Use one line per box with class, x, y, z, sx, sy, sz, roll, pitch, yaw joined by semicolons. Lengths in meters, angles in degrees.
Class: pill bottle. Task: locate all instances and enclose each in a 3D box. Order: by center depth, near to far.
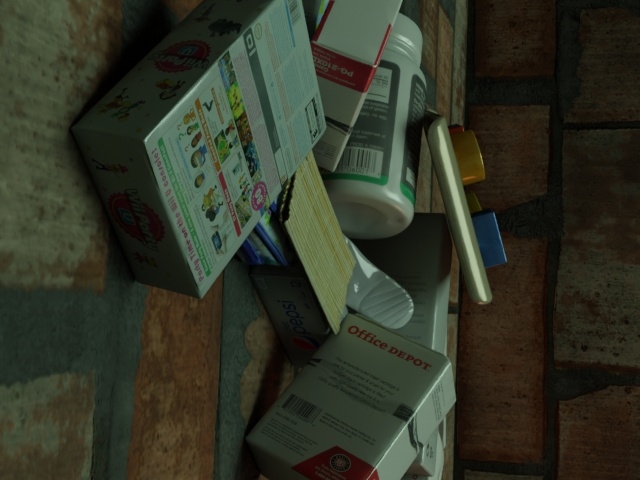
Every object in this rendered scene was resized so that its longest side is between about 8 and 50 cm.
pill bottle;0.075;-0.201;1.712;0.204;0.204;0.361;59;36;-62

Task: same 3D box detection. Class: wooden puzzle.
wooden puzzle;0.258;-0.078;1.787;0.348;0.081;0.322;-68;143;-78

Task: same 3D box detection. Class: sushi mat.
sushi mat;0.000;0.000;1.470;0.316;0.019;0.151;67;31;-53

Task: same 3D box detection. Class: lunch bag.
lunch bag;-0.084;-0.068;1.379;0.219;0.090;0.176;60;37;-59

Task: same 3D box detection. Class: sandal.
sandal;0.041;0.062;1.702;0.102;0.265;0.076;-53;-162;-8

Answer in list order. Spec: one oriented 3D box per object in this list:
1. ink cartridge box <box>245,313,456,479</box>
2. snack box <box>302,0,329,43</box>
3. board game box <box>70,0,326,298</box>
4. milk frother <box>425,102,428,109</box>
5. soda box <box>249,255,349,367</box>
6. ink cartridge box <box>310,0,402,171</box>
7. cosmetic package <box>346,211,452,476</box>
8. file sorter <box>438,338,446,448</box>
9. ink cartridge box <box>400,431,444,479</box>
ink cartridge box;0.052;0.268;1.516;0.273;0.197;0.114;-49;145;-27
snack box;0.001;-0.408;1.573;0.174;0.070;0.207;-47;154;-68
board game box;-0.116;-0.123;1.108;0.303;0.098;0.224;-56;147;-37
milk frother;0.124;-0.251;2.006;0.129;0.135;0.143;48;28;-18
soda box;-0.025;0.096;1.590;0.286;0.091;0.098;70;28;-52
ink cartridge box;0.026;-0.245;1.469;0.237;0.100;0.172;113;-2;-53
cosmetic package;0.104;0.181;1.808;0.161;0.230;0.453;57;38;-65
file sorter;0.144;0.299;2.029;0.173;0.193;0.277;-15;106;-70
ink cartridge box;0.110;0.429;1.863;0.158;0.218;0.092;-71;156;-48
